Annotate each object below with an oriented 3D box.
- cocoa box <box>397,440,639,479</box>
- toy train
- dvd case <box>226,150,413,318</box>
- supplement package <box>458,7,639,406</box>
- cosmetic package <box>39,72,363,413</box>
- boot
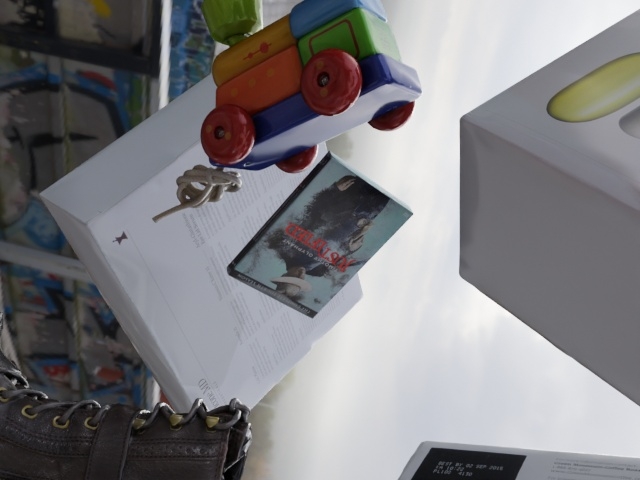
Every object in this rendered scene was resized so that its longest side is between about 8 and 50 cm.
[{"bbox_3d":[0.241,0.373,0.739,0.231,0.347,0.227,-37,115,-50],"label":"cocoa box"},{"bbox_3d":[-0.059,-0.120,0.545,0.105,0.248,0.143,0,73,-59],"label":"toy train"},{"bbox_3d":[0.000,0.000,0.539,0.119,0.087,0.013,-46,-146,19],"label":"dvd case"},{"bbox_3d":[0.228,-0.029,0.469,0.203,0.194,0.149,-33,138,-21],"label":"supplement package"},{"bbox_3d":[-0.102,0.017,0.835,0.284,0.097,0.377,-44,139,-27],"label":"cosmetic package"},{"bbox_3d":[-0.155,0.113,0.449,0.091,0.229,0.262,56,33,-78],"label":"boot"}]
